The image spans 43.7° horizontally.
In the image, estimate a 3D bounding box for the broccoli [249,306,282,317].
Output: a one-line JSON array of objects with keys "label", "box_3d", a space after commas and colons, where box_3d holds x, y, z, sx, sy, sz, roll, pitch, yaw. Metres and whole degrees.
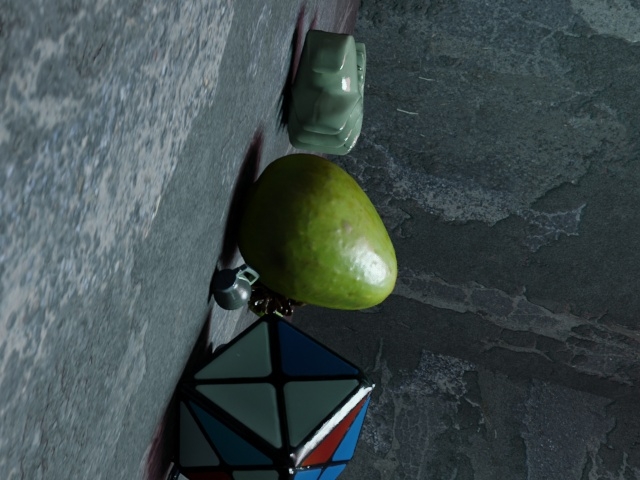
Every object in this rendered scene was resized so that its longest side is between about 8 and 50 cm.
[{"label": "broccoli", "box_3d": [-0.075, 0.021, 2.033, 0.361, 0.252, 0.221, -41, -178, 13]}]

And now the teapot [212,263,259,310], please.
[{"label": "teapot", "box_3d": [-0.148, 0.074, 1.377, 0.088, 0.066, 0.057, -35, 145, -9]}]

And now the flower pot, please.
[{"label": "flower pot", "box_3d": [0.015, -0.320, 1.744, 0.367, 0.165, 0.254, -67, 165, -77]}]

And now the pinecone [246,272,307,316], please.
[{"label": "pinecone", "box_3d": [-0.098, 0.102, 1.810, 0.165, 0.163, 0.162, -52, 160, -53]}]

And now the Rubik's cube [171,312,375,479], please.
[{"label": "Rubik's cube", "box_3d": [-0.084, 0.316, 1.385, 0.246, 0.250, 0.248, -37, 146, -42]}]

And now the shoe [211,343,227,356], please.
[{"label": "shoe", "box_3d": [-0.190, 0.307, 1.578, 0.245, 0.095, 0.137, 112, -6, -48]}]

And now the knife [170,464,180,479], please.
[{"label": "knife", "box_3d": [-0.260, 0.411, 1.491, 0.121, 0.018, 0.031, -68, 171, -60]}]

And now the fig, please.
[{"label": "fig", "box_3d": [0.000, 0.000, 1.467, 0.258, 0.326, 0.258, -50, -172, 10]}]
